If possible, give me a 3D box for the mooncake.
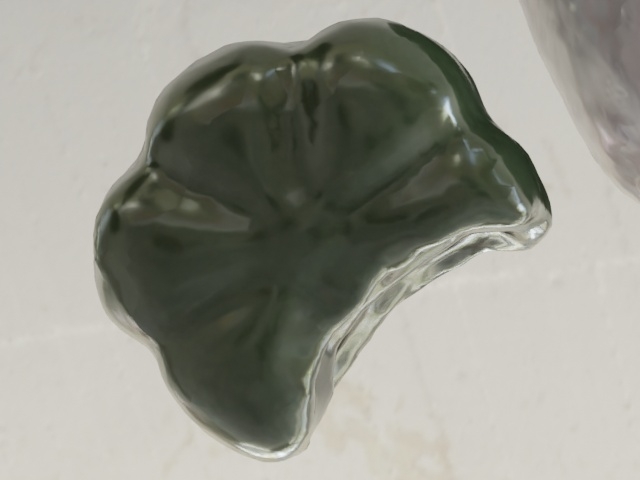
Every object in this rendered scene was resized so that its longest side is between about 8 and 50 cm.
[{"bbox_3d":[0.000,0.000,0.666,0.168,0.104,0.175,15,-86,3],"label":"mooncake"}]

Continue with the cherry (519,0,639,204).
[{"bbox_3d":[0.223,-0.199,0.886,0.326,0.291,0.335,48,-49,13],"label":"cherry"}]
